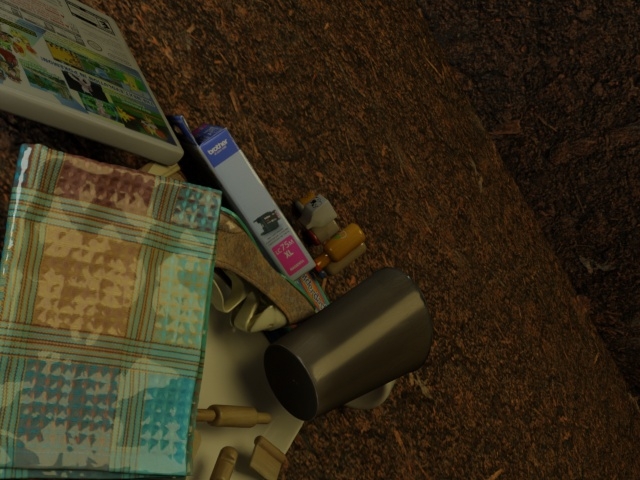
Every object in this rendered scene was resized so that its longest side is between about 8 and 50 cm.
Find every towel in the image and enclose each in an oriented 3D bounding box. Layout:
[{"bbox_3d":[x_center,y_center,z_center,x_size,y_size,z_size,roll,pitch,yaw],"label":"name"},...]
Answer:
[{"bbox_3d":[-0.248,0.094,1.019,0.271,0.040,0.370,13,80,-38],"label":"towel"}]

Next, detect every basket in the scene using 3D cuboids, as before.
[{"bbox_3d":[0.039,0.171,1.345,0.227,0.204,0.154,-26,49,-34],"label":"basket"}]

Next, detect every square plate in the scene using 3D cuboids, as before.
[{"bbox_3d":[-0.171,0.210,1.237,0.344,0.049,0.347,60,30,-14],"label":"square plate"}]

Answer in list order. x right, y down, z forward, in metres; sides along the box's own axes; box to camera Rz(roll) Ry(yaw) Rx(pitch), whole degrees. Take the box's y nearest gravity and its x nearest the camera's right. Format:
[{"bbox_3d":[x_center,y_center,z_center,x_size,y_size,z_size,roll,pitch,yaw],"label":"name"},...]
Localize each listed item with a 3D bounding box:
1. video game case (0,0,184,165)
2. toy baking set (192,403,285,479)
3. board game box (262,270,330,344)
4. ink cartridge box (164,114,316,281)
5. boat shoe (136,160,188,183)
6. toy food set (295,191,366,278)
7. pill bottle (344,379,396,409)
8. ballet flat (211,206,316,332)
[{"bbox_3d":[-0.357,-0.251,1.165,0.329,0.036,0.300,17,37,-54],"label":"video game case"},{"bbox_3d":[-0.121,0.314,1.166,0.256,0.030,0.197,25,51,-50],"label":"toy baking set"},{"bbox_3d":[-0.055,0.126,1.487,0.160,0.047,0.210,61,30,-9],"label":"board game box"},{"bbox_3d":[-0.132,-0.083,1.393,0.311,0.065,0.186,55,-9,-18],"label":"ink cartridge box"},{"bbox_3d":[-0.253,-0.008,1.168,0.123,0.123,0.342,49,26,-9],"label":"boat shoe"},{"bbox_3d":[0.000,0.000,1.597,0.111,0.104,0.232,58,-10,-34],"label":"toy food set"},{"bbox_3d":[0.096,0.197,1.604,0.131,0.131,0.229,61,30,-12],"label":"pill bottle"},{"bbox_3d":[-0.110,0.071,1.283,0.316,0.107,0.106,50,59,-46],"label":"ballet flat"}]
